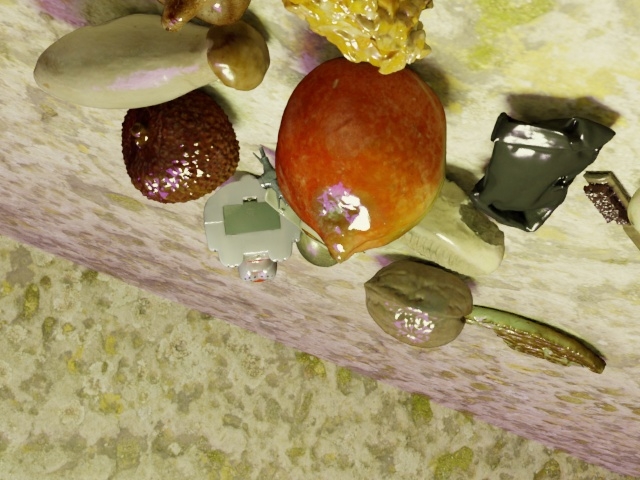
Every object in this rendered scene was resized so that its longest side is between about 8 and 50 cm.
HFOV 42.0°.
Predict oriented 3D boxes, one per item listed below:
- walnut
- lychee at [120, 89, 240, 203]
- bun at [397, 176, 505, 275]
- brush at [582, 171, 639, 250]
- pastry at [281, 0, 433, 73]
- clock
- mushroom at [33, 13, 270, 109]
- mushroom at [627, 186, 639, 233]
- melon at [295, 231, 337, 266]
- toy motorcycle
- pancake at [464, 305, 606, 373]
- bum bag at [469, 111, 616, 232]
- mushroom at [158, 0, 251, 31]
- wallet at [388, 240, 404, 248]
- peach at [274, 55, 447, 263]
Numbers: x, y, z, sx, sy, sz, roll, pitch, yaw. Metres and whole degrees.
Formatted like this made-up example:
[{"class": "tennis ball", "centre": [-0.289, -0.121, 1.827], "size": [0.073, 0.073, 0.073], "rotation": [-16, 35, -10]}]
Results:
[{"class": "walnut", "centre": [0.198, 0.131, 1.737], "size": [0.230, 0.178, 0.178], "rotation": [20, 163, 2]}, {"class": "lychee", "centre": [-0.218, -0.151, 1.302], "size": [0.194, 0.194, 0.194], "rotation": [17, 163, 5]}, {"class": "bun", "centre": [0.188, -0.036, 1.321], "size": [0.237, 0.116, 0.210], "rotation": [25, 171, 25]}, {"class": "brush", "centre": [0.444, -0.027, 1.211], "size": [0.043, 0.036, 0.248], "rotation": [9, 161, 43]}, {"class": "pastry", "centre": [0.020, -0.263, 0.806], "size": [0.154, 0.102, 0.250], "rotation": [21, 170, 36]}, {"class": "clock", "centre": [-0.136, -0.012, 1.669], "size": [0.189, 0.189, 0.254], "rotation": [19, 166, 0]}, {"class": "mushroom", "centre": [-0.230, -0.238, 1.110], "size": [0.350, 0.128, 0.128], "rotation": [2, 157, 27]}, {"class": "mushroom", "centre": [0.451, -0.042, 1.107], "size": [0.084, 0.067, 0.083], "rotation": [7, 126, 10]}, {"class": "melon", "centre": [0.000, 0.000, 1.667], "size": [0.098, 0.098, 0.130], "rotation": [5, 151, 39]}, {"class": "toy motorcycle", "centre": [-0.017, -0.060, 1.435], "size": [0.263, 0.091, 0.157], "rotation": [36, 177, 32]}, {"class": "pancake", "centre": [0.504, 0.232, 1.938], "size": [0.376, 0.054, 0.197], "rotation": [25, 161, -14]}, {"class": "bum bag", "centre": [0.277, -0.096, 1.115], "size": [0.142, 0.079, 0.326], "rotation": [11, 160, 1]}, {"class": "mushroom", "centre": [-0.138, -0.289, 0.937], "size": [0.126, 0.085, 0.109], "rotation": [23, 128, -7]}, {"class": "wallet", "centre": [0.100, -0.036, 1.545], "size": [0.155, 0.039, 0.110], "rotation": [25, 165, -16]}, {"class": "peach", "centre": [0.045, -0.094, 1.054], "size": [0.232, 0.256, 0.232], "rotation": [19, 167, 5]}]
